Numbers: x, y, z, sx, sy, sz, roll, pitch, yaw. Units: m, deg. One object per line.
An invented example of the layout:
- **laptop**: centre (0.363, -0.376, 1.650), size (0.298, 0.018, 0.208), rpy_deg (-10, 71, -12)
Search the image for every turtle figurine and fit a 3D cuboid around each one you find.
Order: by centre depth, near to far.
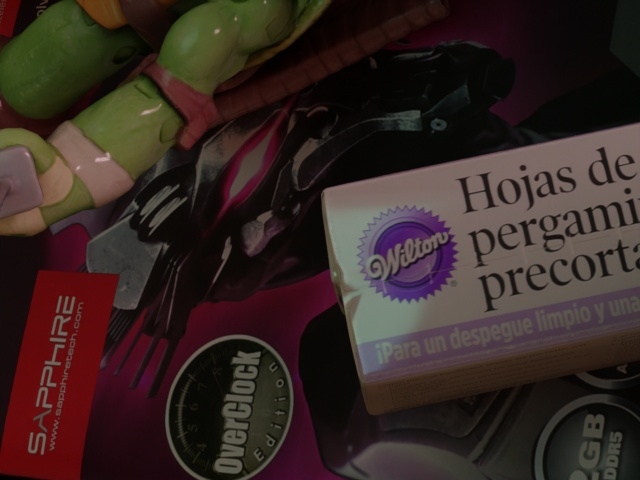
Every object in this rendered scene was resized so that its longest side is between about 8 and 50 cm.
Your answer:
- **turtle figurine**: centre (-0.108, -0.106, 0.660), size (0.266, 0.275, 0.197), rpy_deg (-16, 100, 48)

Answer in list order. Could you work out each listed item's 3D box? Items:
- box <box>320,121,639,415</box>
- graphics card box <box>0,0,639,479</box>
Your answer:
- **box**: centre (0.164, -0.013, 0.588), size (0.324, 0.067, 0.063), rpy_deg (-12, 75, 2)
- **graphics card box**: centre (0.000, 0.000, 0.754), size (0.371, 0.094, 0.232), rpy_deg (4, 74, 32)
